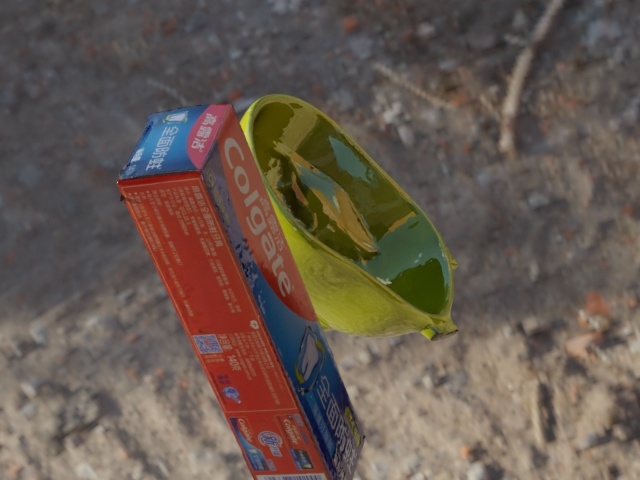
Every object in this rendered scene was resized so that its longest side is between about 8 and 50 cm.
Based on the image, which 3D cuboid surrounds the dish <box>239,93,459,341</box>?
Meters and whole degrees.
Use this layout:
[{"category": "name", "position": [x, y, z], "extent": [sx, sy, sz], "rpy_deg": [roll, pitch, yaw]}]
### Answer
[{"category": "dish", "position": [0.000, 0.000, 1.424], "extent": [0.108, 0.262, 0.221], "rpy_deg": [-41, 21, 26]}]

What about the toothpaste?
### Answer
[{"category": "toothpaste", "position": [-0.047, 0.057, 1.098], "extent": [0.066, 0.320, 0.076], "rpy_deg": [-4, 39, 21]}]
